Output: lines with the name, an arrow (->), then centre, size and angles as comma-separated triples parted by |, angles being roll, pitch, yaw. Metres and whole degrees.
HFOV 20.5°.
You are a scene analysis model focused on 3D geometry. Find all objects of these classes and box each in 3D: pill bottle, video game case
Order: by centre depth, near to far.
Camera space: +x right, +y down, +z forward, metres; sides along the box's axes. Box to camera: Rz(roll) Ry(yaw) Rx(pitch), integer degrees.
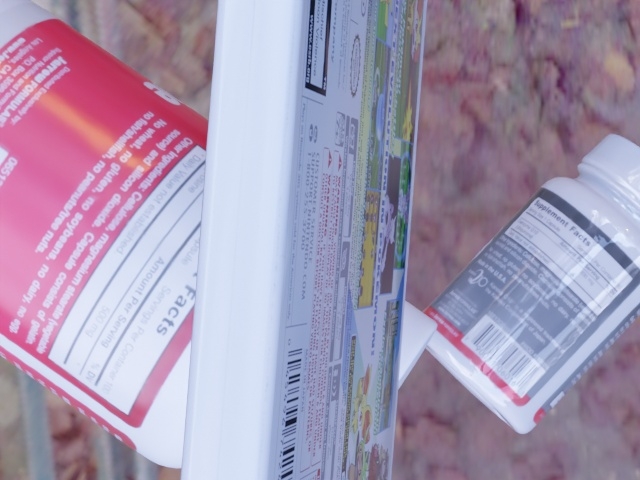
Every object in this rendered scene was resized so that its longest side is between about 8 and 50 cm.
video game case -> 0.000, 0.000, 0.781 | 0.036, 0.300, 0.329 | 4, 90, 12
pill bottle -> -0.129, 0.017, 1.286 | 0.408, 0.229, 0.229 | 35, 111, 5
pill bottle -> 0.241, 0.040, 1.772 | 0.161, 0.161, 0.283 | 44, 88, -10
